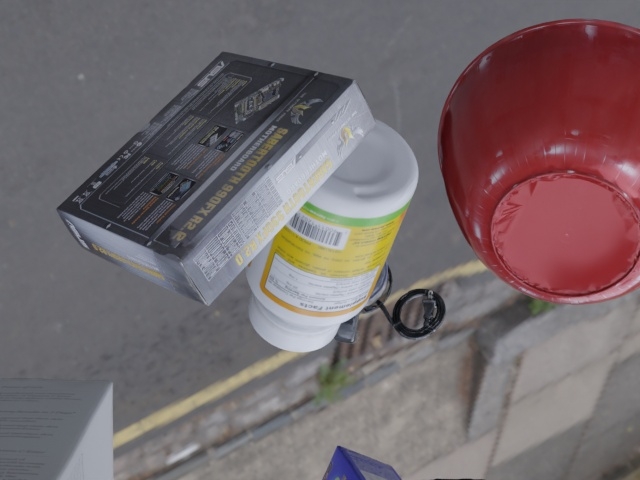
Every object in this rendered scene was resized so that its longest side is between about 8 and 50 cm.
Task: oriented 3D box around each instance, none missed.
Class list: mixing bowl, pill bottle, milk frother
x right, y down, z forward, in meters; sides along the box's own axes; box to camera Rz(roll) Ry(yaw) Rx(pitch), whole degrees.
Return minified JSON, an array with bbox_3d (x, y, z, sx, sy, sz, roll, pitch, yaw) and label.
[{"bbox_3d":[0.152,-0.029,0.693,0.181,0.181,0.098,-59,-175,38],"label":"mixing bowl"},{"bbox_3d":[0.000,0.000,1.169,0.136,0.136,0.245,-16,145,-30],"label":"pill bottle"},{"bbox_3d":[0.076,0.059,1.403,0.143,0.129,0.135,-9,171,5],"label":"milk frother"}]

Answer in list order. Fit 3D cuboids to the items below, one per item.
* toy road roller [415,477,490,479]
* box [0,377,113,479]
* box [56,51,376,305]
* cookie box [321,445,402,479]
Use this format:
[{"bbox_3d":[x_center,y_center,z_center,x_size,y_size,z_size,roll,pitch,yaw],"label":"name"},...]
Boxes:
[{"bbox_3d":[0.023,0.302,0.829,0.330,0.202,0.240,-10,155,15],"label":"toy road roller"},{"bbox_3d":[-0.340,0.269,1.157,0.215,0.168,0.345,1,-168,0],"label":"box"},{"bbox_3d":[-0.091,-0.064,1.019,0.231,0.183,0.056,-48,134,-23],"label":"box"},{"bbox_3d":[0.020,0.176,0.633,0.040,0.107,0.091,21,96,-16],"label":"cookie box"}]
